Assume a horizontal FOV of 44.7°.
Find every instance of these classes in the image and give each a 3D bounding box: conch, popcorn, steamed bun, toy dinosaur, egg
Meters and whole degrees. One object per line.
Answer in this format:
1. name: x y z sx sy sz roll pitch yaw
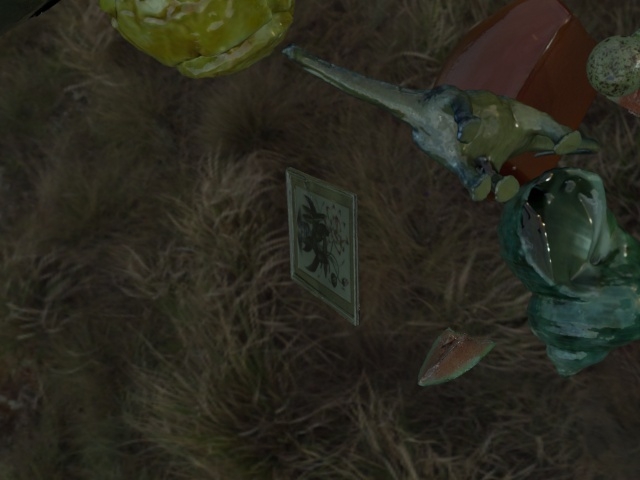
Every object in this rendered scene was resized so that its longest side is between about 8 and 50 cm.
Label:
1. conch: 0.265 0.038 0.816 0.134 0.196 0.202 145 119 -62
2. popcorn: -0.132 -0.278 0.861 0.204 0.221 0.183 -8 68 39
3. steamed bun: 0.360 -0.281 1.536 0.248 0.235 0.379 28 86 53
4. toy dinosaur: 0.142 -0.098 0.685 0.076 0.363 0.147 -66 32 26
5. egg: 0.420 -0.247 1.099 0.085 0.110 0.085 6 112 16

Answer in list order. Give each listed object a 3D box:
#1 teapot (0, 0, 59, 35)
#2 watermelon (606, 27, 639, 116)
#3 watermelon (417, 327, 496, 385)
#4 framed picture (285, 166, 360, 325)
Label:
1. teapot: -0.371 -0.231 0.682 0.337 0.200 0.270 -23 21 19
2. watermelon: 0.586 -0.260 1.197 0.232 0.193 0.310 42 142 2
3. watermelon: 0.248 0.225 1.538 0.155 0.080 0.101 -53 45 7
4. framed picture: 0.000 0.000 1.048 0.231 0.010 0.173 -152 57 -64
